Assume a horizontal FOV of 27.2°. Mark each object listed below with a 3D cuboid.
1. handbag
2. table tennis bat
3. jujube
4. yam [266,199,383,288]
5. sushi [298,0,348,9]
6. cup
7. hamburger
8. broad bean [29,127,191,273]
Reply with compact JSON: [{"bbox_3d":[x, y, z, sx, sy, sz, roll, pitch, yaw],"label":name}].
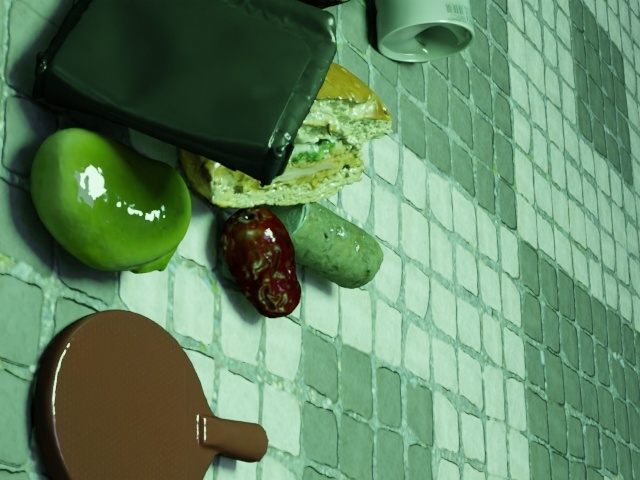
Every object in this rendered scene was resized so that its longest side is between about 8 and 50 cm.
[{"bbox_3d":[-0.121,-0.163,1.239,0.080,0.247,0.223,107,4,-47],"label":"handbag"},{"bbox_3d":[-0.148,0.171,1.225,0.310,0.038,0.200,25,58,-55],"label":"table tennis bat"},{"bbox_3d":[-0.059,0.024,1.406,0.129,0.077,0.077,67,30,-29],"label":"jujube"},{"bbox_3d":[0.000,0.000,1.519,0.179,0.078,0.078,29,55,-51],"label":"yam"},{"bbox_3d":[0.004,-0.333,1.647,0.150,0.078,0.090,-45,125,-58],"label":"sushi"},{"bbox_3d":[0.150,-0.334,1.850,0.173,0.134,0.142,20,60,-56],"label":"cup"},{"bbox_3d":[-0.053,-0.134,1.390,0.283,0.144,0.156,-7,55,-52],"label":"hamburger"},{"bbox_3d":[-0.189,-0.031,1.199,0.174,0.082,0.124,11,69,-48],"label":"broad bean"}]
